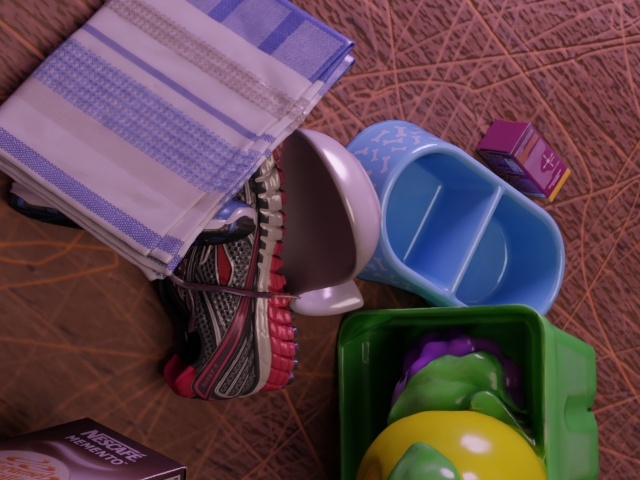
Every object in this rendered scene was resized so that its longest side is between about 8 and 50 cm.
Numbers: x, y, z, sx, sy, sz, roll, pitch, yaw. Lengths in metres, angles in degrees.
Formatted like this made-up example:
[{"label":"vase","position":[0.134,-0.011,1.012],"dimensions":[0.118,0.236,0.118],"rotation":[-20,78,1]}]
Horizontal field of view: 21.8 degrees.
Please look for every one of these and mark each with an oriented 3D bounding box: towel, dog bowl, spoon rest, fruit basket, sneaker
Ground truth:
[{"label":"towel","position":[-0.127,-0.118,1.395],"dimensions":[0.285,0.209,0.034],"rotation":[-50,165,-26]},{"label":"dog bowl","position":[0.135,-0.004,1.676],"dimensions":[0.297,0.074,0.166],"rotation":[33,79,-36]},{"label":"spoon rest","position":[0.000,0.000,1.493],"dimensions":[0.084,0.137,0.276],"rotation":[-26,157,-13]},{"label":"fruit basket","position":[0.114,0.243,1.540],"dimensions":[0.392,0.283,0.392],"rotation":[6,82,-50]},{"label":"sneaker","position":[-0.155,-0.045,1.405],"dimensions":[0.211,0.080,0.081],"rotation":[12,79,-1]},{"label":"sneaker","position":[-0.093,0.001,1.485],"dimensions":[0.112,0.121,0.299],"rotation":[-10,101,-21]}]

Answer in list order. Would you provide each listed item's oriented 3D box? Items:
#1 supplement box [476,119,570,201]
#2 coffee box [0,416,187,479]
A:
[{"label":"supplement box","position":[0.211,-0.083,1.727],"dimensions":[0.083,0.055,0.043],"rotation":[45,71,-34]},{"label":"coffee box","position":[-0.242,0.226,1.289],"dimensions":[0.246,0.141,0.098],"rotation":[-12,111,-43]}]
